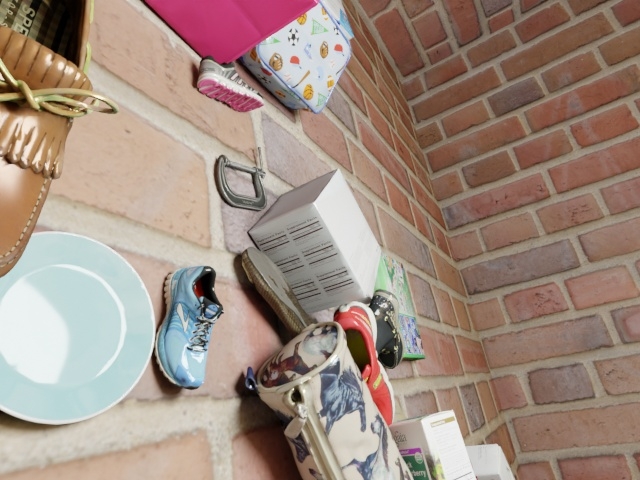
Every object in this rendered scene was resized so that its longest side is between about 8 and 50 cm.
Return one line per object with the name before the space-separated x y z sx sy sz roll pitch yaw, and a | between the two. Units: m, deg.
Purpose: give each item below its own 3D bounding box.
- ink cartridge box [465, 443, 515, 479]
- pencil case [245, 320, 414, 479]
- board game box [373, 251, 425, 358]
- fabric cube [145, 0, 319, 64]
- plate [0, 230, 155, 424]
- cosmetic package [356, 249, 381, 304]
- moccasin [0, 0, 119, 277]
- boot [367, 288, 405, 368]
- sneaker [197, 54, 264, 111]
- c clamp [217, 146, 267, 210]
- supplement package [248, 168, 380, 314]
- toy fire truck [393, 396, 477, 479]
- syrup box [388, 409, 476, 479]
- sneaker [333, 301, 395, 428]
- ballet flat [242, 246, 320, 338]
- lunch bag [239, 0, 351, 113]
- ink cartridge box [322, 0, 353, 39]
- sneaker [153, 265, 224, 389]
ink cartridge box | 0.350 0.588 0.972 0.154 0.213 0.093 64 26 -12
pencil case | 0.041 0.341 0.616 0.409 0.160 0.183 66 23 -6
board game box | 0.229 0.201 1.226 0.214 0.046 0.316 26 49 -54
fabric cube | -0.182 -0.534 0.730 0.258 0.259 0.253 37 39 -49
plate | -0.250 0.082 0.401 0.188 0.024 0.188 42 37 -43
cosmetic package | 0.104 0.061 1.068 0.098 0.061 0.239 62 26 -23
moccasin | -0.279 -0.143 0.367 0.139 0.147 0.379 35 42 -45
boot | 0.123 0.254 0.946 0.179 0.085 0.236 -42 133 -43
sneaker | -0.175 -0.312 0.800 0.171 0.063 0.074 4 74 -57
c clamp | -0.147 -0.122 0.767 0.161 0.022 0.137 -9 84 -66
supplement package | 0.000 0.000 0.806 0.203 0.149 0.194 60 27 -17
toy fire truck | 0.219 0.465 0.876 0.217 0.159 0.246 23 56 -33
syrup box | 0.212 0.434 0.709 0.097 0.093 0.236 3 61 -35
sneaker | 0.068 0.257 0.757 0.118 0.108 0.278 -40 116 -75
ballet flat | -0.066 0.118 0.709 0.249 0.058 0.084 54 17 -21
lunch bag | -0.052 -0.471 0.983 0.303 0.115 0.243 28 87 -57
ink cartridge box | -0.065 -0.683 1.142 0.198 0.197 0.269 2 69 -62
sneaker | -0.159 0.102 0.506 0.063 0.073 0.161 30 45 -53
